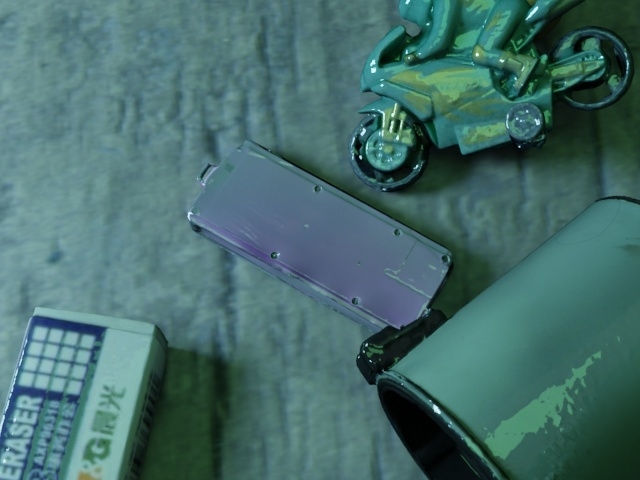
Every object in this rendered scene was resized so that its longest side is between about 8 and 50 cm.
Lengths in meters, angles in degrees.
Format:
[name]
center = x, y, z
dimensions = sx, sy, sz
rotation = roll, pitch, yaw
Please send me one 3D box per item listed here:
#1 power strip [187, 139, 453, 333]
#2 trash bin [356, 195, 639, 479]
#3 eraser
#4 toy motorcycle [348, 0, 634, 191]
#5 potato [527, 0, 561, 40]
[power strip]
center = 0.000, 0.000, 1.000
dimensions = 0.278, 0.037, 0.109
rotation = 29, 71, 11
[trash bin]
center = 0.214, 0.123, 0.854
dimensions = 0.262, 0.217, 0.277
rotation = -38, 81, -13
[eraser]
center = -0.228, 0.207, 0.897
dimensions = 0.124, 0.081, 0.279
rotation = 8, 69, 4
[toy motorcycle]
center = 0.156, -0.175, 1.010
dimensions = 0.296, 0.109, 0.198
rotation = -16, 89, 12
[potato]
center = 0.218, -0.293, 1.077
dimensions = 0.118, 0.109, 0.178
rotation = 21, 74, -15
